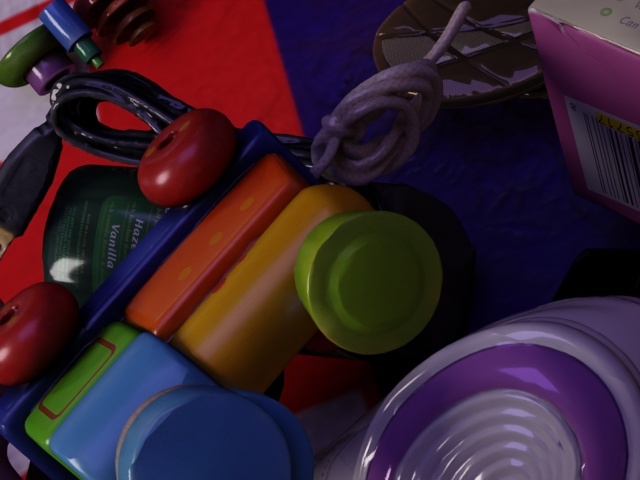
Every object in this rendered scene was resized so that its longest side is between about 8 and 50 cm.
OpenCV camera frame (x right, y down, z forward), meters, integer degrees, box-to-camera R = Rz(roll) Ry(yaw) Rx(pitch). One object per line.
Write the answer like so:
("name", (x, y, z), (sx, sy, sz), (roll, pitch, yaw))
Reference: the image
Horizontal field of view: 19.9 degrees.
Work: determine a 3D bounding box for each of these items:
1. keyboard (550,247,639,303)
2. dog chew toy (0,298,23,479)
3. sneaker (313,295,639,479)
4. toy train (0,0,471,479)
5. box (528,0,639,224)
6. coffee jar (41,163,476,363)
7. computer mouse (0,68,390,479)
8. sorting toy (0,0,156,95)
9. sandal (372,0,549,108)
("keyboard", (0.109, 0.089, 0.759), (0.100, 0.038, 0.192), (3, 57, 54))
("dog chew toy", (-0.190, 0.152, 0.694), (0.207, 0.206, 0.331), (2, 81, 27))
("sneaker", (0.029, 0.131, 0.697), (0.305, 0.152, 0.114), (-43, 83, 29))
("toy train", (0.000, 0.000, 0.640), (0.248, 0.105, 0.143), (-49, 21, -10))
("box", (0.247, -0.092, 0.733), (0.213, 0.117, 0.243), (29, 65, 37))
("coffee jar", (-0.027, 0.010, 0.825), (0.184, 0.096, 0.079), (4, 83, 28))
("computer mouse", (-0.099, 0.054, 0.773), (0.184, 0.060, 0.262), (29, 101, 24))
("sorting toy", (-0.128, -0.107, 0.992), (0.102, 0.061, 0.042), (-41, 84, 4))
("sandal", (0.115, -0.099, 0.872), (0.180, 0.049, 0.072), (-19, 56, -6))
